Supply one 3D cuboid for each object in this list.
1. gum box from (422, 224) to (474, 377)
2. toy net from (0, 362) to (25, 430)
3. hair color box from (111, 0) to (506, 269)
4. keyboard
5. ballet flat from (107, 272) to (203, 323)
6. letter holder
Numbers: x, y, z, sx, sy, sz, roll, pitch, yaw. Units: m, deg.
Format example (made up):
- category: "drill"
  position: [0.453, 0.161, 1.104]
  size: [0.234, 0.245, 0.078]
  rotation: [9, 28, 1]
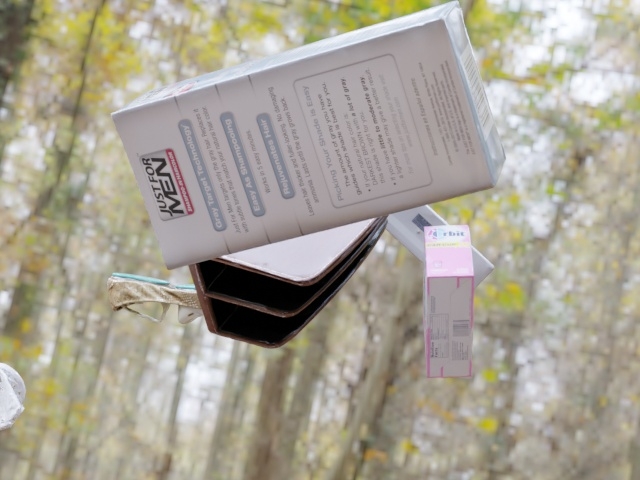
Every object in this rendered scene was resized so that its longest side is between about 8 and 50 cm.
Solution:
- category: "gum box"
  position: [0.170, 0.086, 2.036]
  size: [0.062, 0.107, 0.188]
  rotation: [-1, -53, 2]
- category: "toy net"
  position: [-0.407, 0.152, 1.830]
  size: [0.232, 0.122, 0.045]
  rotation: [24, 8, 42]
- category: "hair color box"
  position: [-0.011, -0.109, 1.626]
  size: [0.375, 0.185, 0.113]
  rotation: [-14, 15, 17]
- category: "keyboard"
  position: [0.149, -0.019, 2.332]
  size: [0.256, 0.072, 0.014]
  rotation: [42, 11, -1]
- category: "ballet flat"
  position: [-0.221, 0.091, 2.284]
  size: [0.206, 0.067, 0.073]
  rotation: [6, 1, 17]
- category: "letter holder"
  position: [0.000, 0.000, 2.061]
  size: [0.214, 0.302, 0.152]
  rotation: [14, -46, 31]
